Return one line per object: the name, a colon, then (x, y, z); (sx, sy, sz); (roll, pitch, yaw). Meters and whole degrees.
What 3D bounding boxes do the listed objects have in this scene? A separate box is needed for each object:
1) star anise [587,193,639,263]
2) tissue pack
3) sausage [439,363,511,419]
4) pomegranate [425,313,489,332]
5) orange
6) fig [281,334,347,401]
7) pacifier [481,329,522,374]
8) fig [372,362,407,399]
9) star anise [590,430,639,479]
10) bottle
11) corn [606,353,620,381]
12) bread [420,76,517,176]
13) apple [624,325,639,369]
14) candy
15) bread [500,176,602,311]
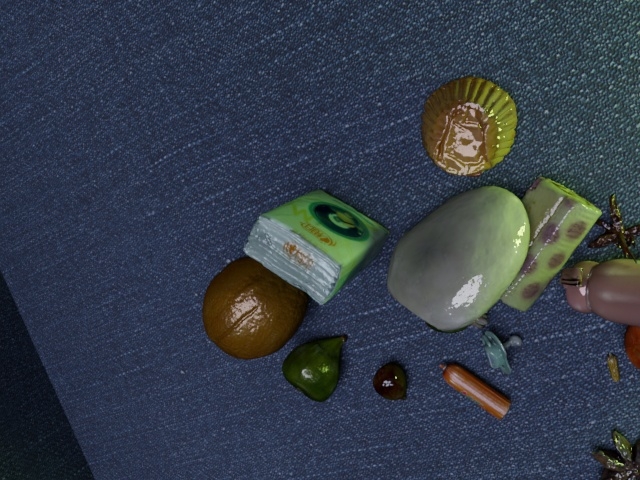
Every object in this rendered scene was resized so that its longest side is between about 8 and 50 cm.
star anise: (0.769, -0.015, 1.536); (0.140, 0.144, 0.158); (34, 116, 21)
tissue pack: (0.000, 0.000, 1.733); (0.287, 0.388, 0.162); (32, 116, 13)
sausage: (0.466, 0.452, 1.829); (0.234, 0.071, 0.071); (33, 114, 12)
pomegranate: (0.399, 0.195, 1.747); (0.209, 0.180, 0.180); (23, 113, -5)
orange: (-0.208, 0.206, 1.927); (0.357, 0.322, 0.322); (-44, 84, 20)
fig: (-0.005, 0.403, 1.996); (0.203, 0.203, 0.235); (32, 75, 13)
pacifier: (0.539, 0.316, 1.760); (0.116, 0.127, 0.150); (-29, 111, -8)
fig: (0.238, 0.469, 1.924); (0.109, 0.103, 0.154); (-28, 121, 33)
star anise: (0.875, 0.639, 1.700); (0.196, 0.073, 0.212); (17, 108, 16)
bottle: (0.777, 0.125, 1.511); (0.296, 0.206, 0.173); (8, 80, 45)
corn: (0.822, 0.356, 1.671); (0.027, 0.028, 0.083); (-8, 101, 46)
bread: (0.396, -0.304, 1.616); (0.274, 0.149, 0.274); (6, 111, 17)
apple: (0.885, 0.267, 1.564); (0.163, 0.139, 0.164); (7, 118, 12)
candy: (0.361, 0.031, 1.597); (0.427, 0.386, 0.186); (-45, 125, 12)
bread: (0.578, 0.012, 1.601); (0.338, 0.155, 0.187); (-61, 35, 23)
